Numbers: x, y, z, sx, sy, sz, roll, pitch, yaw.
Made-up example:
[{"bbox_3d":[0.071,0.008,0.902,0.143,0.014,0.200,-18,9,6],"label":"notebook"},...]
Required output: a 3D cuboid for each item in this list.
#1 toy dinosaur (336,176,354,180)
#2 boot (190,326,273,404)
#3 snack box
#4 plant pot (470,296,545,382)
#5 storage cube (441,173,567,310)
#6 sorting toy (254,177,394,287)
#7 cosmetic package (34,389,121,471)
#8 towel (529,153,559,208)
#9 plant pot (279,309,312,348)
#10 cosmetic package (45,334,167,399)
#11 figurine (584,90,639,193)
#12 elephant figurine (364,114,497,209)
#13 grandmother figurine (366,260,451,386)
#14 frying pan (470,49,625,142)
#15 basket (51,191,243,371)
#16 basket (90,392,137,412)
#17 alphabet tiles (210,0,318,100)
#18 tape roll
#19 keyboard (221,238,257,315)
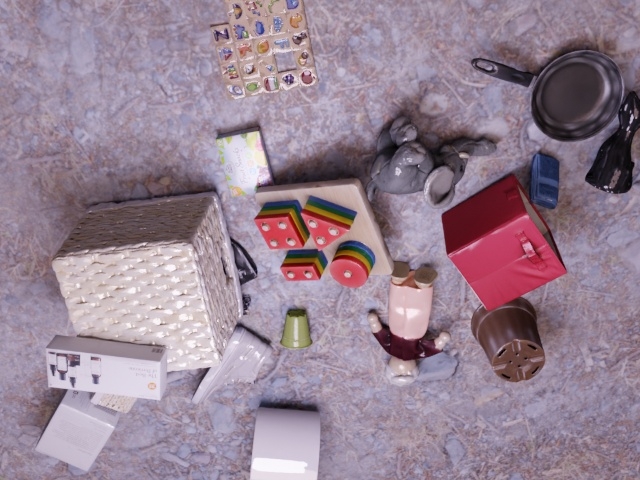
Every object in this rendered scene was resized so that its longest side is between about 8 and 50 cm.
[{"bbox_3d":[0.076,-0.100,1.569,0.053,0.093,0.183,-22,153,-20],"label":"toy dinosaur"},{"bbox_3d":[-0.226,0.346,1.812,0.123,0.095,0.258,32,113,-8],"label":"boot"},{"bbox_3d":[-0.166,-0.174,1.570,0.100,0.037,0.141,-10,117,7],"label":"snack box"},{"bbox_3d":[0.461,0.246,1.716,0.166,0.165,0.167,1,118,1],"label":"plant pot"},{"bbox_3d":[0.400,0.004,1.566,0.193,0.215,0.184,-31,114,22],"label":"storage cube"},{"bbox_3d":[0.000,0.000,1.557,0.255,0.089,0.257,-3,130,30],"label":"sorting toy"},{"bbox_3d":[-0.622,0.468,1.849,0.151,0.151,0.184,29,113,-14],"label":"cosmetic package"},{"bbox_3d":[0.493,-0.130,1.549,0.067,0.120,0.029,15,157,-11],"label":"towel"},{"bbox_3d":[-0.060,0.217,1.760,0.083,0.083,0.079,1,107,0],"label":"plant pot"},{"bbox_3d":[-0.443,0.265,1.472,0.238,0.060,0.099,6,115,2],"label":"cosmetic package"},{"bbox_3d":[0.700,-0.201,1.508,0.214,0.092,0.210,6,114,-20],"label":"figurine"},{"bbox_3d":[0.239,-0.151,1.525,0.239,0.170,0.186,22,146,-28],"label":"elephant figurine"},{"bbox_3d":[0.219,0.224,1.751,0.207,0.104,0.343,18,123,22],"label":"grandmother figurine"},{"bbox_3d":[0.472,-0.300,1.489,0.326,0.053,0.197,-3,118,2],"label":"frying pan"},{"bbox_3d":[-0.374,0.098,1.570,0.331,0.266,0.329,-6,114,8],"label":"basket"},{"bbox_3d":[-0.496,0.344,1.805,0.103,0.113,0.167,29,115,-16],"label":"basket"},{"bbox_3d":[-0.123,-0.419,1.456,0.198,0.009,0.237,-9,117,6],"label":"alphabet tiles"},{"bbox_3d":[-0.093,0.564,1.845,0.169,0.246,0.246,5,118,-3],"label":"tape roll"},{"bbox_3d":[-0.295,0.132,1.738,0.317,0.033,0.202,-25,109,14],"label":"keyboard"}]
